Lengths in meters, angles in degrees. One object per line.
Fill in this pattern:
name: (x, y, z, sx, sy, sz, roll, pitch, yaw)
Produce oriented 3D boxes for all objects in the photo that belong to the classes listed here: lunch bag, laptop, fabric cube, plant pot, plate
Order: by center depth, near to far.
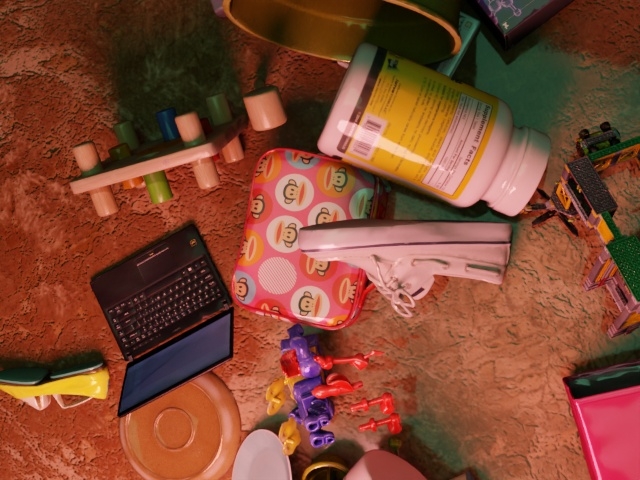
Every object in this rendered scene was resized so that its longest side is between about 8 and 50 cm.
fabric cube: (0.515, 0.307, 1.245, 0.254, 0.259, 0.258, -16, 85, 11)
plant pot: (0.060, -0.491, 1.322, 0.367, 0.366, 0.352, 9, 87, 14)
lunch bag: (0.000, 0.000, 1.453, 0.258, 0.120, 0.293, 13, 89, 13)
plate: (-0.094, 0.414, 1.456, 0.188, 0.024, 0.188, -19, 66, 50)
laptop: (-0.285, 0.134, 1.505, 0.234, 0.136, 0.264, -28, 81, 10)
plant pot: (-0.258, 0.336, 1.541, 0.237, 0.032, 0.236, -1, 87, 13)

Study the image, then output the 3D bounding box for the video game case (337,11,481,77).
video game case: (0.151, -0.340, 1.486, 0.190, 0.022, 0.173, 30, 94, 13)

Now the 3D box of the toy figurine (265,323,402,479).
toy figurine: (0.015, 0.253, 1.436, 0.191, 0.217, 0.362, -17, 127, -2)

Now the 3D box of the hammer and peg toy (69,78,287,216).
hammer and peg toy: (-0.213, -0.163, 1.457, 0.362, 0.266, 0.127, -14, 106, 12)

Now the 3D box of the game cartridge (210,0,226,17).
game cartridge: (-0.060, -0.570, 1.533, 0.355, 0.068, 0.230, -21, 87, 11)

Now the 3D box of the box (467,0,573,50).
box: (0.355, -0.468, 1.406, 0.261, 0.103, 0.184, -37, 82, 9)

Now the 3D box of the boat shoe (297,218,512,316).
boat shoe: (0.136, 0.046, 1.354, 0.367, 0.136, 0.156, 0, 94, -27)

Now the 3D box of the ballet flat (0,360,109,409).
ballet flat: (-0.495, 0.272, 1.584, 0.231, 0.077, 0.077, -7, 102, 11)

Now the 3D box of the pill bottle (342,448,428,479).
pill bottle: (0.026, 0.513, 1.351, 0.204, 0.204, 0.361, 41, 105, 12)

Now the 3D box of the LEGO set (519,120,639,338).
LEGO set: (0.495, -0.007, 1.331, 0.255, 0.192, 0.331, -27, 66, -8)

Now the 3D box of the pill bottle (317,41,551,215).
pill bottle: (0.180, -0.165, 1.361, 0.334, 0.188, 0.187, 23, 92, -4)

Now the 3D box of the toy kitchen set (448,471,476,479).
toy kitchen set: (0.284, 0.500, 1.389, 0.122, 0.166, 0.207, -21, 119, 12)
